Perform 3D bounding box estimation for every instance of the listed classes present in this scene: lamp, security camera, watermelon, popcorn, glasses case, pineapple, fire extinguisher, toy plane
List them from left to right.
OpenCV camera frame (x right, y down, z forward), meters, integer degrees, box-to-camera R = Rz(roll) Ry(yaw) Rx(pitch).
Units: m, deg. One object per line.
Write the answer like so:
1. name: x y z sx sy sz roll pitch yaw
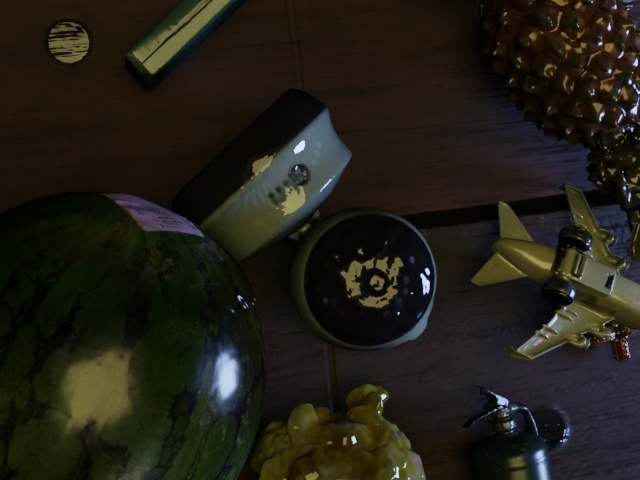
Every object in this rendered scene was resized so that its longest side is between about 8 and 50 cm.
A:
1. watermelon: -0.220 0.135 0.929 0.363 0.363 0.363 0 89 -11
2. glasses case: -0.133 -0.241 1.080 0.039 0.078 0.184 45 81 -7
3. security camera: 0.000 0.000 1.047 0.197 0.191 0.277 -44 98 -10
4. popcorn: 0.020 0.252 1.059 0.185 0.167 0.188 -27 91 -12
5. fire extinguisher: 0.223 0.298 1.138 0.118 0.093 0.294 -11 91 -37
6. toy plane: 0.299 0.047 1.142 0.244 0.092 0.229 21 67 2
7. pineapple: 0.322 -0.142 1.125 0.175 0.175 0.361 -37 96 -10
8. lamp: 0.355 0.098 1.198 0.063 0.031 0.083 31 80 -11

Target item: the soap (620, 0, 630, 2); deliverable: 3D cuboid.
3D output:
1. soap: 0.384 -0.392 1.051 0.115 0.347 0.208 25 84 -9
